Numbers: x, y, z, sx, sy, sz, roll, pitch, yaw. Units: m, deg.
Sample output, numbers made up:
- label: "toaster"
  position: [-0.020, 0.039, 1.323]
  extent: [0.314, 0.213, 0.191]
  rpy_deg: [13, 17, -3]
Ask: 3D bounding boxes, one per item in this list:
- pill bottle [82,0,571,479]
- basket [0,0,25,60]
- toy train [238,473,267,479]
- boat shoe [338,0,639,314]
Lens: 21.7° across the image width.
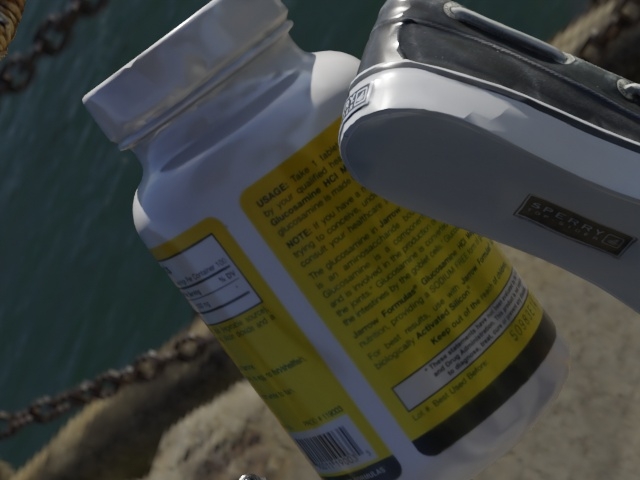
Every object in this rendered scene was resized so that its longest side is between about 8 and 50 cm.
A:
- label: "pill bottle"
  position: [0.000, 0.000, 1.092]
  extent: [0.188, 0.334, 0.188]
  rpy_deg: [-35, 9, 6]
- label: "basket"
  position: [-0.301, -0.105, 0.864]
  extent: [0.213, 0.223, 0.299]
  rpy_deg: [-28, 41, 47]
- label: "toy train"
  position: [-0.098, 0.176, 0.938]
  extent: [0.158, 0.027, 0.036]
  rpy_deg: [-22, 46, -3]
- label: "boat shoe"
  position: [0.158, -0.032, 0.829]
  extent: [0.113, 0.306, 0.105]
  rpy_deg: [120, 168, -57]
